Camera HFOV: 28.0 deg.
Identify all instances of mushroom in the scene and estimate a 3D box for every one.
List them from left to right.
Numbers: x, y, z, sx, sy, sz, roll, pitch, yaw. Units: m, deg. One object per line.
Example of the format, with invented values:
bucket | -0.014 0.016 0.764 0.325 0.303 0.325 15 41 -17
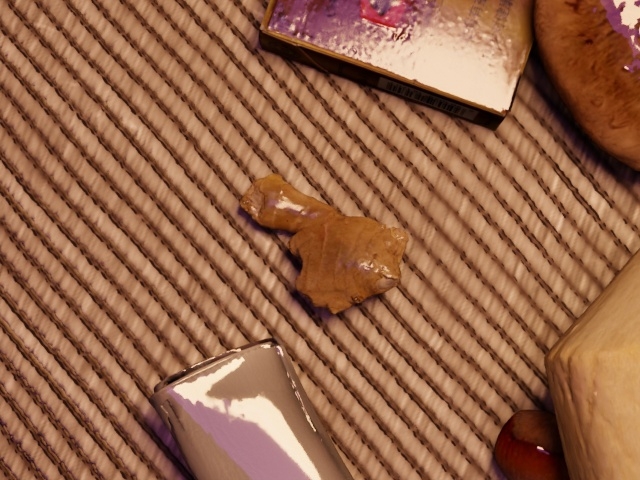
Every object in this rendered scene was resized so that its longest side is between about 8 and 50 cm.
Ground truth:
mushroom | 0.319 -0.196 1.145 0.278 0.146 0.278 1 85 -11

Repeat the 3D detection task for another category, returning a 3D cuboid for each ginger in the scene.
ginger | -0.003 0.008 1.157 0.165 0.067 0.096 25 82 16

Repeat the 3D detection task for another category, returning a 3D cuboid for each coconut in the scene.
coconut | 0.323 0.122 1.026 0.329 0.329 0.329 0 82 -1

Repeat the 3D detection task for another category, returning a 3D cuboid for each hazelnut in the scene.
hazelnut | 0.196 0.189 1.131 0.086 0.086 0.086 0 82 -1

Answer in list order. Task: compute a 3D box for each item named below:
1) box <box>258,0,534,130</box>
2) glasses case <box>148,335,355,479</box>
box | 0.080 -0.217 1.186 0.240 0.071 0.159 20 84 1
glasses case | -0.021 0.232 1.116 0.128 0.083 0.308 -31 83 -10
